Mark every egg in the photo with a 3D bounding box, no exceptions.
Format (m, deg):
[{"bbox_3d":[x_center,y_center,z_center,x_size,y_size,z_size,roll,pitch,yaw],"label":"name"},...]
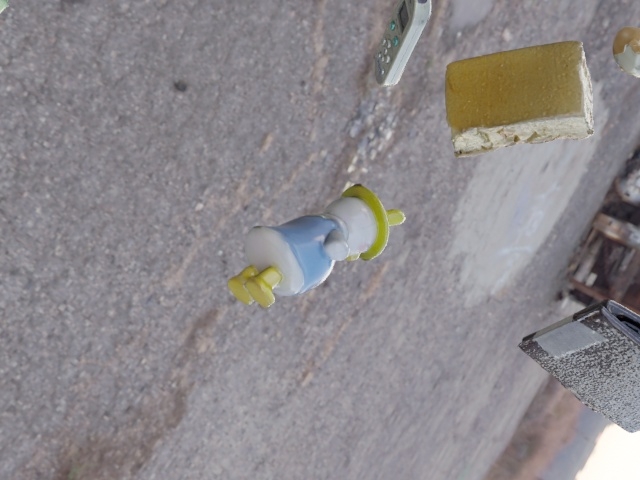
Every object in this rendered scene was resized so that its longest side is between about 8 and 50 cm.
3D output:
[{"bbox_3d":[0.521,-0.315,1.333,0.071,0.083,0.071,-44,180,0],"label":"egg"}]

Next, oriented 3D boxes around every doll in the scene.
[{"bbox_3d":[0.001,0.001,0.957,0.241,0.099,0.135,-22,162,-36],"label":"doll"}]

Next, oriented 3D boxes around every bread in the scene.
[{"bbox_3d":[0.388,-0.276,1.582,0.114,0.274,0.185,39,50,-55],"label":"bread"}]

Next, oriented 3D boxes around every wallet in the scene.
[{"bbox_3d":[0.476,0.200,1.266,0.071,0.262,0.221,-60,-172,-29],"label":"wallet"}]

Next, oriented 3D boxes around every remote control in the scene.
[{"bbox_3d":[0.137,-0.341,1.351,0.221,0.042,0.078,118,-31,-60],"label":"remote control"}]

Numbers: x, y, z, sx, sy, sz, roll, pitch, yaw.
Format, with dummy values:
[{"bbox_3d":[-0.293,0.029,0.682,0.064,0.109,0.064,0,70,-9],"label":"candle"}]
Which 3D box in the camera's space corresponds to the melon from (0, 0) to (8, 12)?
[{"bbox_3d":[-0.576,-0.294,1.051,0.226,0.343,0.331,-2,106,-60],"label":"melon"}]
